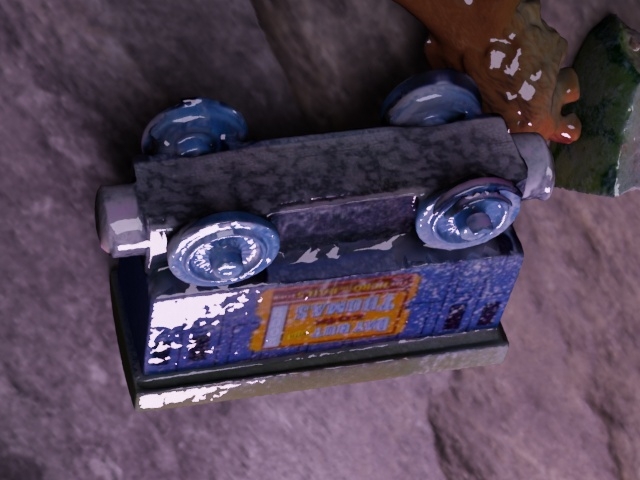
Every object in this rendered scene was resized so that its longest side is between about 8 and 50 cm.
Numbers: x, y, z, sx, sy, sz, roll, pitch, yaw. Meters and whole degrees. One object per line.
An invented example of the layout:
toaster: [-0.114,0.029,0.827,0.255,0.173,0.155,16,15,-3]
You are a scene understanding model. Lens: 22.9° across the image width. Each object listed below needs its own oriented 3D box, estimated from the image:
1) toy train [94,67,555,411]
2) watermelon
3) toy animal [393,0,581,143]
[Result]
toy train: [0.000,0.000,1.033,0.299,0.131,0.202,-6,142,-15]
watermelon: [0.233,-0.061,1.128,0.158,0.098,0.121,38,96,-30]
toy animal: [0.083,-0.176,1.036,0.312,0.097,0.157,37,102,-25]
